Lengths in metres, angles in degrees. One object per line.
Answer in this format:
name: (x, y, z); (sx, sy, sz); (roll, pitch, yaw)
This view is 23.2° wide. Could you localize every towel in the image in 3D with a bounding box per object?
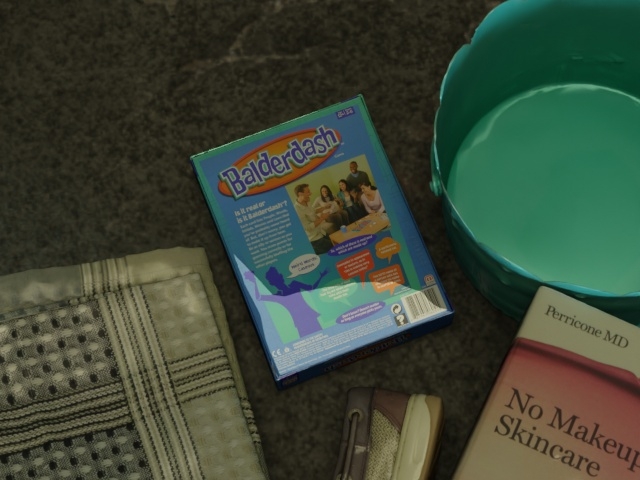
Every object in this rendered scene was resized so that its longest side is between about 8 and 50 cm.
towel: (-0.200, 0.155, 1.204); (0.312, 0.056, 0.324); (-12, 58, -13)

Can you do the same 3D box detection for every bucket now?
bucket: (0.222, -0.059, 1.259); (0.281, 0.183, 0.281); (0, 72, 0)

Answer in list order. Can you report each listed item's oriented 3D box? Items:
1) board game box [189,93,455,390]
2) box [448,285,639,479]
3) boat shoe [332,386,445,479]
board game box: (0.000, 0.000, 1.314); (0.160, 0.047, 0.210); (-20, 74, -5)
box: (0.178, 0.177, 1.163); (0.148, 0.127, 0.232); (24, 69, 8)
boat shoe: (0.023, 0.249, 1.213); (0.092, 0.103, 0.285); (13, 74, 15)
